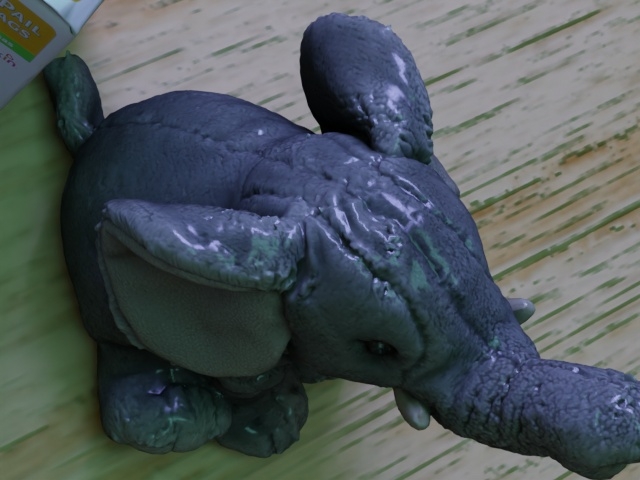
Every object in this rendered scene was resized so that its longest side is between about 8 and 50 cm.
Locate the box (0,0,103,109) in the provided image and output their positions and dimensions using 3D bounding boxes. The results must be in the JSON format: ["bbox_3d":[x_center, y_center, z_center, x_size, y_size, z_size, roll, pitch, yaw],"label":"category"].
[{"bbox_3d":[-0.128,-0.119,0.609,0.103,0.203,0.114,40,67,-14],"label":"box"}]

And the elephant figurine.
[{"bbox_3d":[0.000,0.000,0.627,0.186,0.239,0.169,12,76,-23],"label":"elephant figurine"}]
